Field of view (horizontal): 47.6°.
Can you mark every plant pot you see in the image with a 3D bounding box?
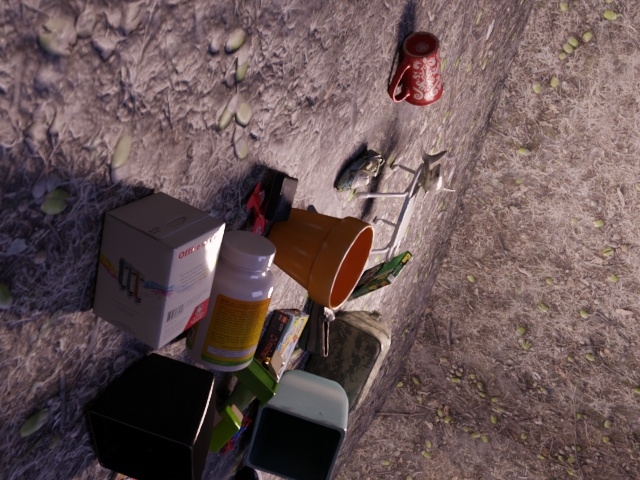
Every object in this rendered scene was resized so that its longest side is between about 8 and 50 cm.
[{"bbox_3d":[-0.011,0.022,1.598,0.205,0.188,0.205,-54,159,-31],"label":"plant pot"},{"bbox_3d":[-0.052,0.520,2.113,0.252,0.247,0.248,-68,175,-61],"label":"plant pot"},{"bbox_3d":[-0.275,0.313,1.281,0.187,0.188,0.167,97,14,-45],"label":"plant pot"}]

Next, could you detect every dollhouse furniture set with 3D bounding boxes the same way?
[{"bbox_3d":[-0.207,0.323,1.662,0.197,0.151,0.301,-45,-179,5],"label":"dollhouse furniture set"}]

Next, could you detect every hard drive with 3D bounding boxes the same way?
[{"bbox_3d":[-0.078,-0.086,1.478,0.135,0.022,0.094,-7,113,-80],"label":"hard drive"}]

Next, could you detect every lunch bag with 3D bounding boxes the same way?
[{"bbox_3d":[0.103,0.387,2.386,0.256,0.212,0.305,-12,126,-68],"label":"lunch bag"}]

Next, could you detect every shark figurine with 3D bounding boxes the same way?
[{"bbox_3d":[0.359,-0.182,2.208,0.278,0.116,0.166,-82,180,-70],"label":"shark figurine"}]

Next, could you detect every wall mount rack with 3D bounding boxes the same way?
[{"bbox_3d":[0.188,-0.077,2.155,0.304,0.130,0.350,-44,154,-56],"label":"wall mount rack"}]

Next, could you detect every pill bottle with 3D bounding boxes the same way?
[{"bbox_3d":[-0.163,0.111,1.368,0.136,0.136,0.246,-30,142,-61],"label":"pill bottle"}]

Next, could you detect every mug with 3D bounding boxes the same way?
[{"bbox_3d":[0.253,-0.431,1.865,0.150,0.113,0.169,-58,158,-23],"label":"mug"}]

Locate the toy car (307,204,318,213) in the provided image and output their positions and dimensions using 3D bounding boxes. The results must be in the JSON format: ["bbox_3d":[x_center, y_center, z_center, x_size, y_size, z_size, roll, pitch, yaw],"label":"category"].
[{"bbox_3d":[0.000,0.000,1.772,0.188,0.149,0.155,39,71,-43],"label":"toy car"}]

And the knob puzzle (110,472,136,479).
[{"bbox_3d":[-0.399,0.539,1.463,0.213,0.030,0.213,-54,160,-30],"label":"knob puzzle"}]

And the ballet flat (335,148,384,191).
[{"bbox_3d":[0.109,-0.177,1.873,0.188,0.070,0.070,-49,157,-40],"label":"ballet flat"}]

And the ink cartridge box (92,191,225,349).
[{"bbox_3d":[-0.238,0.039,1.070,0.128,0.127,0.176,-34,146,-57],"label":"ink cartridge box"}]

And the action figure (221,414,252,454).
[{"bbox_3d":[-0.228,0.518,1.928,0.115,0.030,0.038,-57,156,-7],"label":"action figure"}]

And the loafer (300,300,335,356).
[{"bbox_3d":[0.011,0.225,2.113,0.096,0.084,0.268,-40,151,-52],"label":"loafer"}]

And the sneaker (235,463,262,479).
[{"bbox_3d":[-0.243,0.767,2.142,0.121,0.079,0.217,-38,150,-57],"label":"sneaker"}]

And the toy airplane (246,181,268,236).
[{"bbox_3d":[-0.123,-0.052,1.435,0.151,0.028,0.151,17,90,-80],"label":"toy airplane"}]

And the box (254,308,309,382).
[{"bbox_3d":[-0.119,0.292,1.900,0.233,0.044,0.159,-65,163,3],"label":"box"}]

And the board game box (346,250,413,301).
[{"bbox_3d":[0.181,0.116,2.313,0.136,0.030,0.259,-46,-172,-32],"label":"board game box"}]
